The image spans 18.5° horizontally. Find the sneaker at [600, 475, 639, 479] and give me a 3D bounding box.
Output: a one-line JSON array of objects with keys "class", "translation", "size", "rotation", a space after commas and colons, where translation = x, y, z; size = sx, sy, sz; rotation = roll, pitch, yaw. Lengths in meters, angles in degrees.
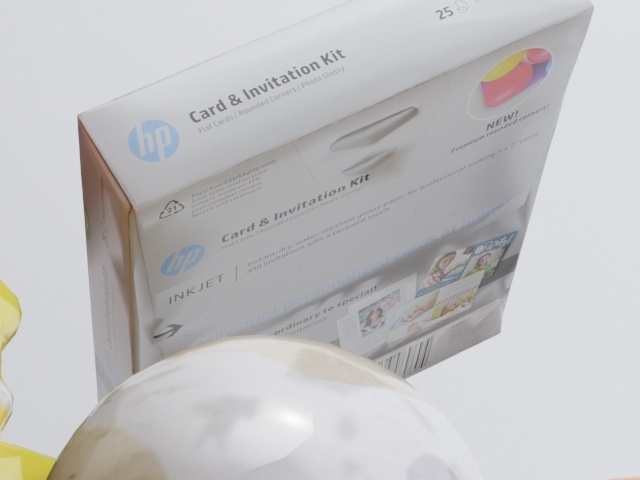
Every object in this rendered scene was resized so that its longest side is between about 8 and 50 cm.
[{"class": "sneaker", "translation": [0.215, 0.194, 0.916], "size": [0.321, 0.125, 0.180], "rotation": [12, -18, -9]}]

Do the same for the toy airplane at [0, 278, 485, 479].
[{"class": "toy airplane", "translation": [-0.080, 0.126, 0.357], "size": [0.272, 0.386, 0.384], "rotation": [-33, -80, 14]}]

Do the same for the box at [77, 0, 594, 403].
[{"class": "box", "translation": [0.000, 0.000, 0.604], "size": [0.038, 0.145, 0.186], "rotation": [57, -19, 24]}]
